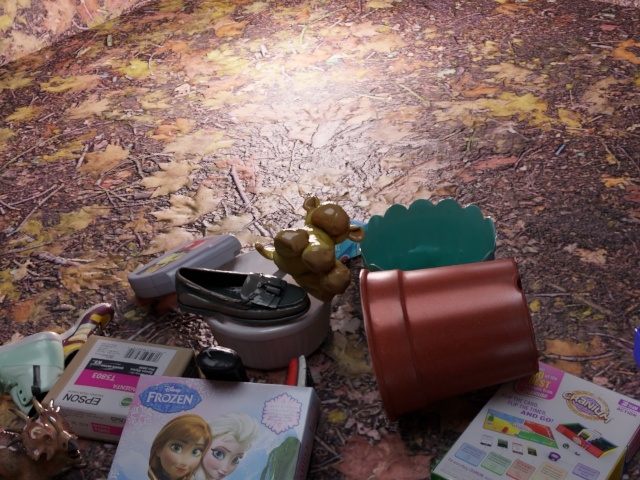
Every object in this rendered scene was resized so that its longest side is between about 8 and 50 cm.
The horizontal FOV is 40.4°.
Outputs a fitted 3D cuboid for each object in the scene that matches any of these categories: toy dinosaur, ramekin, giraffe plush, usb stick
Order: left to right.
[{"bbox_3d":[-0.521,0.358,1.470,0.295,0.200,0.127,-6,35,4],"label":"toy dinosaur"},{"bbox_3d":[-0.168,0.234,1.535,0.077,0.278,0.045,6,71,1],"label":"usb stick"},{"bbox_3d":[-0.103,0.142,1.751,0.272,0.127,0.273,-5,36,4],"label":"ramekin"},{"bbox_3d":[0.000,0.000,1.657,0.170,0.181,0.210,-51,21,-23],"label":"giraffe plush"}]

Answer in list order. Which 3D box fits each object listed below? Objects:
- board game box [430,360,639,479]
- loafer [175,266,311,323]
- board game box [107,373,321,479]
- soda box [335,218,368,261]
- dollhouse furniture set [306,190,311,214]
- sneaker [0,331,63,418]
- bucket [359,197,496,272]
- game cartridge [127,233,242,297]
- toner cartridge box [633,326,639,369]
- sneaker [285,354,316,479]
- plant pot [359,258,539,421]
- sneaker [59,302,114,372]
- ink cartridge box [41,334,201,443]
[{"bbox_3d":[0.367,0.345,1.426,0.242,0.064,0.316,21,44,34],"label":"board game box"},{"bbox_3d":[-0.153,0.098,1.639,0.267,0.084,0.096,2,37,15],"label":"loafer"},{"bbox_3d":[-0.183,0.380,1.397,0.318,0.066,0.318,1,56,15],"label":"board game box"},{"bbox_3d":[0.028,0.005,1.898,0.067,0.071,0.210,15,17,28],"label":"soda box"},{"bbox_3d":[-0.029,-0.043,2.038,0.058,0.076,0.152,-13,36,-8],"label":"dollhouse furniture set"},{"bbox_3d":[-0.616,0.288,1.685,0.255,0.094,0.151,-23,58,6],"label":"sneaker"},{"bbox_3d":[0.220,0.061,1.751,0.281,0.183,0.281,-6,36,4],"label":"bucket"},{"bbox_3d":[-0.305,0.057,1.859,0.196,0.060,0.294,-35,13,-26],"label":"game cartridge"},{"bbox_3d":[0.749,0.212,1.524,0.347,0.075,0.165,-6,36,3],"label":"toner cartridge box"},{"bbox_3d":[-0.073,0.309,1.535,0.118,0.107,0.279,-6,35,13],"label":"sneaker"},{"bbox_3d":[0.227,0.154,1.507,0.264,0.273,0.272,-13,34,9],"label":"plant pot"},{"bbox_3d":[-0.484,0.207,1.798,0.083,0.070,0.185,28,55,29],"label":"sneaker"},{"bbox_3d":[-0.372,0.283,1.643,0.234,0.088,0.193,5,36,16],"label":"ink cartridge box"}]
